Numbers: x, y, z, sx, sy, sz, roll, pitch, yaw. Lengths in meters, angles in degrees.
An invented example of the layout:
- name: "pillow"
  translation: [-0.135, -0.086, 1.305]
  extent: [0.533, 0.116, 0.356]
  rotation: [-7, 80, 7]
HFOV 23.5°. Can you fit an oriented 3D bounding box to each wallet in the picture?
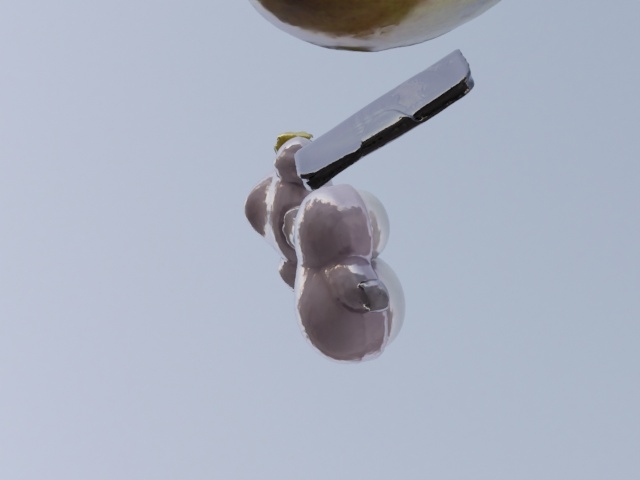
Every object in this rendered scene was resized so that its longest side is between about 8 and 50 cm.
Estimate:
- name: "wallet"
  translation: [0.049, -0.092, 1.183]
  extent: [0.156, 0.082, 0.018]
  rotation: [-32, -70, 10]

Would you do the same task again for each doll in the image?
- name: "doll"
  translation: [-0.001, 0.000, 1.399]
  extent: [0.365, 0.094, 0.160]
  rotation: [-133, -141, -67]

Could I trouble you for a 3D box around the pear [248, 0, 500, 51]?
- name: "pear"
  translation: [0.036, -0.203, 0.885]
  extent: [0.200, 0.200, 0.200]
  rotation: [19, -52, 26]
